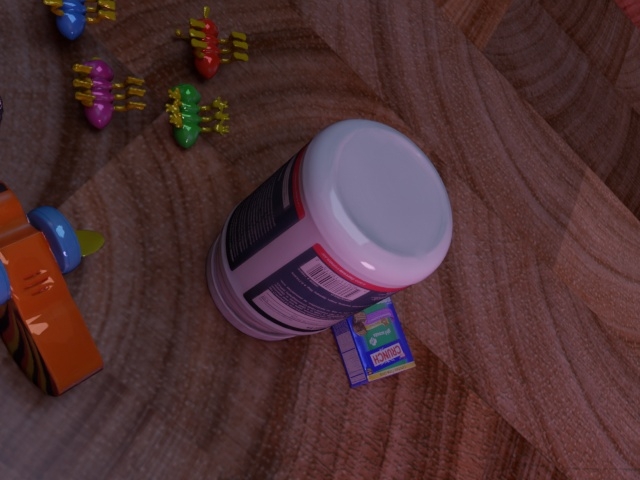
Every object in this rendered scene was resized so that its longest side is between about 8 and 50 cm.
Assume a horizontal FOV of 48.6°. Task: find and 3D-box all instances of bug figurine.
[{"bbox_3d":[-0.227,-0.232,0.911,0.279,0.072,0.216,8,69,-38],"label":"bug figurine"}]

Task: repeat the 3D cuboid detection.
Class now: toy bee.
[{"bbox_3d":[-0.311,0.001,0.703,0.195,0.162,0.298,-3,94,-46],"label":"toy bee"}]

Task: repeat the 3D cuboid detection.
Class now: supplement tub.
[{"bbox_3d":[0.000,0.000,0.825,0.191,0.272,0.191,16,59,-30],"label":"supplement tub"}]

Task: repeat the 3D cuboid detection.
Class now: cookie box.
[{"bbox_3d":[0.069,0.135,0.963,0.092,0.040,0.107,-9,74,-39],"label":"cookie box"}]
